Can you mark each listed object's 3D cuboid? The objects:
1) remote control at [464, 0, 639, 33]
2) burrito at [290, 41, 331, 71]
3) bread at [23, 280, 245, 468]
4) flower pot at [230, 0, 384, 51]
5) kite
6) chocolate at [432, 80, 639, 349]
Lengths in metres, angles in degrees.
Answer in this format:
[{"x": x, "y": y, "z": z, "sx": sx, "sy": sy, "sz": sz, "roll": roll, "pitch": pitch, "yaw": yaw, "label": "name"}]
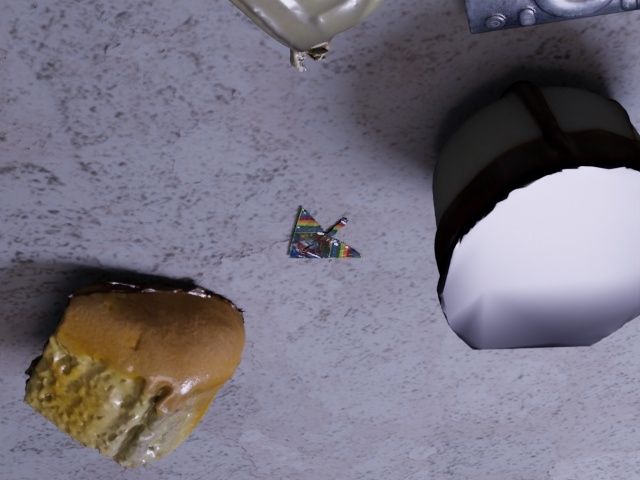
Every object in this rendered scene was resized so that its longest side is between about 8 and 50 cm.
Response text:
[{"x": 0.318, "y": -0.260, "z": 1.295, "sx": 0.377, "sy": 0.044, "sz": 0.107, "roll": -7, "pitch": 134, "yaw": 10, "label": "remote control"}, {"x": -0.006, "y": -0.223, "z": 1.318, "sx": 0.055, "sy": 0.041, "sz": 0.149, "roll": -9, "pitch": 139, "yaw": -16, "label": "burrito"}, {"x": -0.200, "y": 0.152, "z": 1.651, "sx": 0.262, "sy": 0.163, "sz": 0.204, "roll": 3, "pitch": 130, "yaw": -36, "label": "bread"}, {"x": -0.013, "y": -0.314, "z": 1.028, "sx": 0.244, "sy": 0.307, "sz": 0.307, "roll": -40, "pitch": 134, "yaw": 12, "label": "flower pot"}, {"x": 0.000, "y": 0.000, "z": 1.620, "sx": 0.090, "sy": 0.004, "sz": 0.122, "roll": -33, "pitch": 135, "yaw": 26, "label": "kite"}, {"x": 0.237, "y": -0.037, "z": 1.479, "sx": 0.283, "sy": 0.186, "sz": 0.284, "roll": -8, "pitch": 132, "yaw": -8, "label": "chocolate"}]
